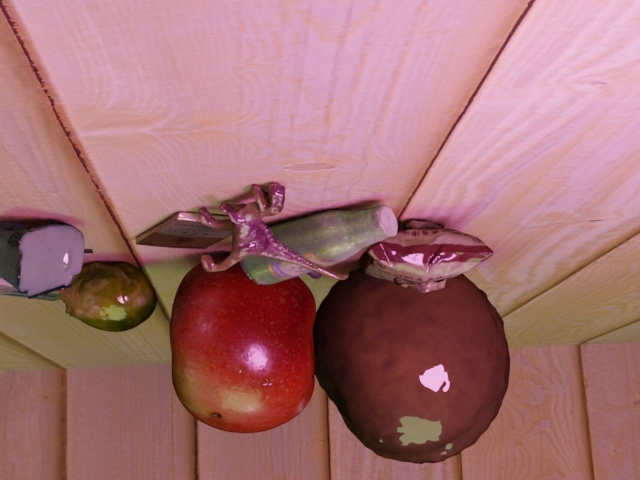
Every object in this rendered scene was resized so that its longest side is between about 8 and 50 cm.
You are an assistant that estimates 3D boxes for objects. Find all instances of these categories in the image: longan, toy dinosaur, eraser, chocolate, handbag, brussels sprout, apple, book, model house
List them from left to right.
[{"bbox_3d":[-0.488,0.013,1.670,0.148,0.119,0.148,17,-158,28],"label":"model house"},{"bbox_3d":[-0.585,0.082,2.028,0.095,0.052,0.225,-9,166,32],"label":"eraser"},{"bbox_3d":[-0.412,0.112,2.003,0.180,0.144,0.161,15,-160,33],"label":"brussels sprout"},{"bbox_3d":[-0.222,-0.015,1.766,0.138,0.016,0.198,5,165,-30],"label":"book"},{"bbox_3d":[-0.146,0.200,1.986,0.276,0.349,0.348,3,167,0],"label":"apple"},{"bbox_3d":[-0.092,0.004,1.622,0.199,0.072,0.251,-8,130,20],"label":"toy dinosaur"},{"bbox_3d":[0.000,0.000,1.713,0.291,0.110,0.110,-16,162,37],"label":"chocolate"},{"bbox_3d":[0.188,0.232,2.098,0.404,0.436,0.404,-18,139,-17],"label":"longan"},{"bbox_3d":[0.178,0.030,1.800,0.213,0.127,0.235,-4,174,-3],"label":"handbag"}]

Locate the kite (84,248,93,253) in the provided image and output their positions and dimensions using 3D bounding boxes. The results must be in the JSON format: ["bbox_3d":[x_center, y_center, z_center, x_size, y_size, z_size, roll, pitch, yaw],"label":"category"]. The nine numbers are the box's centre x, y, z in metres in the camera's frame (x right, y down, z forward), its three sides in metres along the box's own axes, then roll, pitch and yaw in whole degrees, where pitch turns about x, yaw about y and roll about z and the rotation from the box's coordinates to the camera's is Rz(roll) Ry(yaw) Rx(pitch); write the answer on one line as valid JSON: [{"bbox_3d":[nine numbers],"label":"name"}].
[{"bbox_3d":[-0.446,0.017,1.886,0.044,0.002,0.078,-6,167,11],"label":"kite"}]

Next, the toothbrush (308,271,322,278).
[{"bbox_3d":[-0.042,0.035,2.015,0.030,0.025,0.342,-8,166,9],"label":"toothbrush"}]
